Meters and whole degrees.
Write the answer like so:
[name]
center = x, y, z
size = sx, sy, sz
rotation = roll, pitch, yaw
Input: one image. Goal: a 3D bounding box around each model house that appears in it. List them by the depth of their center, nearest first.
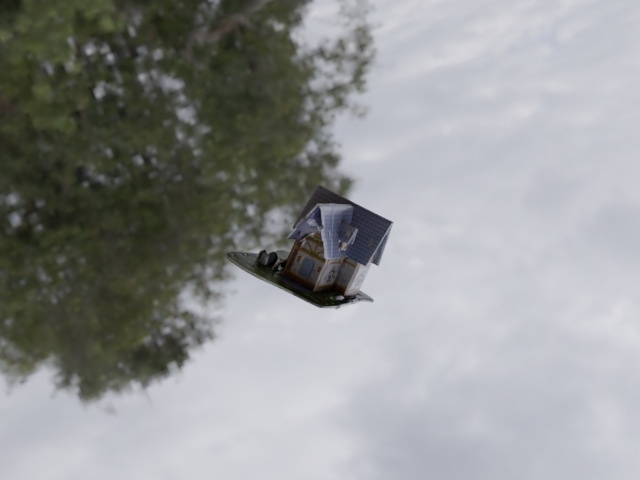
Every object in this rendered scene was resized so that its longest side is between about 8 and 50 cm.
[model house]
center = 0.000, 0.000, 1.299
size = 0.117, 0.088, 0.167
rotation = 28, -170, 20
